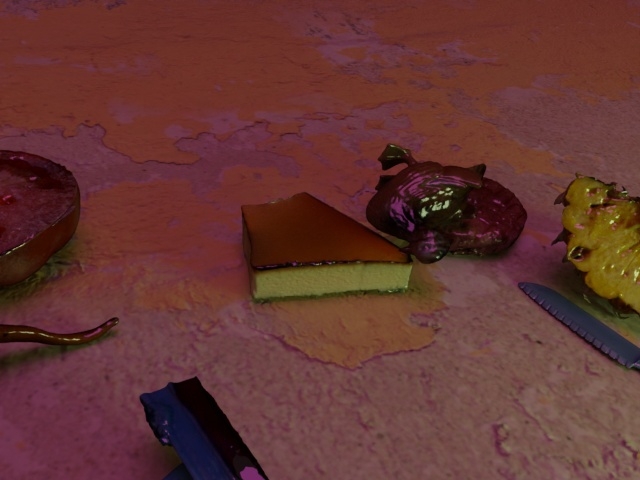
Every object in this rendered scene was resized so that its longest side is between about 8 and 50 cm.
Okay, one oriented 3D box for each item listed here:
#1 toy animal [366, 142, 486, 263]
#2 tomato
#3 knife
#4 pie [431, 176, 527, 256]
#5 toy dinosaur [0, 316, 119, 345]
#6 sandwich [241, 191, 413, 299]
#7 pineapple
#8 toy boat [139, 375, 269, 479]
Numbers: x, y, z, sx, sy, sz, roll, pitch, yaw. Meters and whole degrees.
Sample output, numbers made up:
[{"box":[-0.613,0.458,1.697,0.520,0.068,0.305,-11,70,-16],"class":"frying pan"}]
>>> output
[{"box":[0.147,-0.048,0.840,0.188,0.089,0.179,-17,44,-14],"class":"toy animal"},{"box":[-0.388,-0.015,0.772,0.224,0.085,0.225,4,40,-3],"class":"tomato"},{"box":[0.351,0.131,0.758,0.044,0.019,0.313,-22,43,-30],"class":"knife"},{"box":[0.196,-0.044,0.936,0.182,0.050,0.182,3,35,-2],"class":"pie"},{"box":[-0.400,0.117,0.564,0.431,0.097,0.208,2,3,-14],"class":"toy dinosaur"},{"box":[0.000,0.000,0.837,0.192,0.058,0.163,-1,37,-13],"class":"sandwich"},{"box":[0.388,0.032,0.844,0.249,0.140,0.164,26,-4,0],"class":"pineapple"},{"box":[-0.084,0.202,0.523,0.097,0.100,0.223,-39,50,-11],"class":"toy boat"}]
